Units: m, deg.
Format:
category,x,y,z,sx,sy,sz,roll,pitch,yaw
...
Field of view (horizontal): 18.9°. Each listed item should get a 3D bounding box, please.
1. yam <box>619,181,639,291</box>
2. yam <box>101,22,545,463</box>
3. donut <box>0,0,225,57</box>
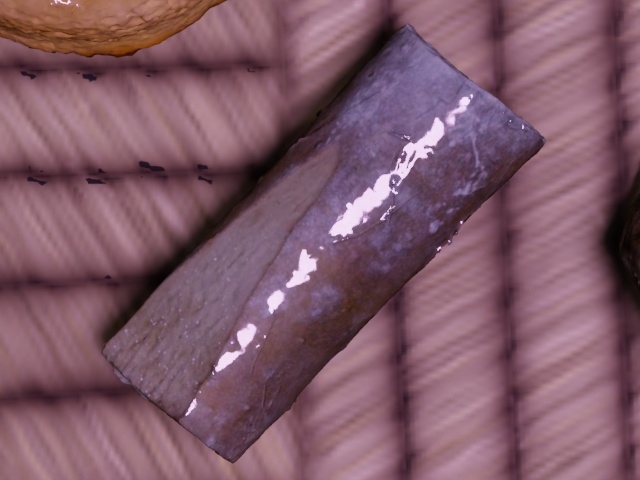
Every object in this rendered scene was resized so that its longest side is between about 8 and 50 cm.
category,x,y,z,sx,sy,sz,roll,pitch,yaw
yam,0.180,0.034,0.673,0.107,0.107,0.183,-37,89,-1
yam,0.000,0.000,0.682,0.068,0.068,0.169,44,88,-2
donut,-0.080,-0.157,0.674,0.146,0.078,0.181,-15,93,1
